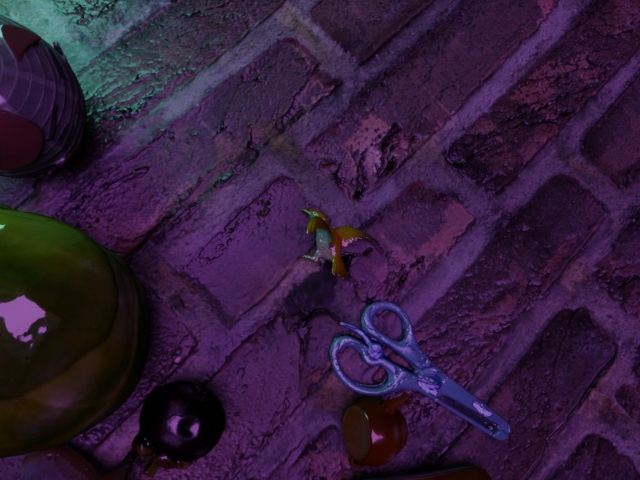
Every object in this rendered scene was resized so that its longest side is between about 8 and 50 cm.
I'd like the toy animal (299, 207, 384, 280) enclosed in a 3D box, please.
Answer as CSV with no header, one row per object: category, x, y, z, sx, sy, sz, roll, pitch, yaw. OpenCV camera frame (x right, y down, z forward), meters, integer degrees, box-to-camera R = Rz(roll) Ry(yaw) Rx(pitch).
toy animal,0.000,0.000,0.744,0.155,0.219,0.095,28,99,33

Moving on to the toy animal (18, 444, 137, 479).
toy animal,-0.330,0.403,0.632,0.197,0.160,0.272,-45,97,-12

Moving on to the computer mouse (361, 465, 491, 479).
computer mouse,0.174,0.493,0.714,0.311,0.072,0.158,-2,85,-8

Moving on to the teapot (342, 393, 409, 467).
teapot,0.104,0.339,0.712,0.116,0.116,0.173,19,108,-5

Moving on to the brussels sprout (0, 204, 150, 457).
brussels sprout,-0.422,0.112,0.586,0.315,0.276,0.371,-28,92,6

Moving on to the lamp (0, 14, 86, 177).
lamp,-0.504,-0.224,0.633,0.233,0.233,0.265,-9,89,-8

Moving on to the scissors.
scissors,0.197,0.267,0.762,0.393,0.032,0.180,35,81,-2

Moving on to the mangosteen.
mangosteen,-0.234,0.307,0.651,0.137,0.137,0.151,35,72,-2
